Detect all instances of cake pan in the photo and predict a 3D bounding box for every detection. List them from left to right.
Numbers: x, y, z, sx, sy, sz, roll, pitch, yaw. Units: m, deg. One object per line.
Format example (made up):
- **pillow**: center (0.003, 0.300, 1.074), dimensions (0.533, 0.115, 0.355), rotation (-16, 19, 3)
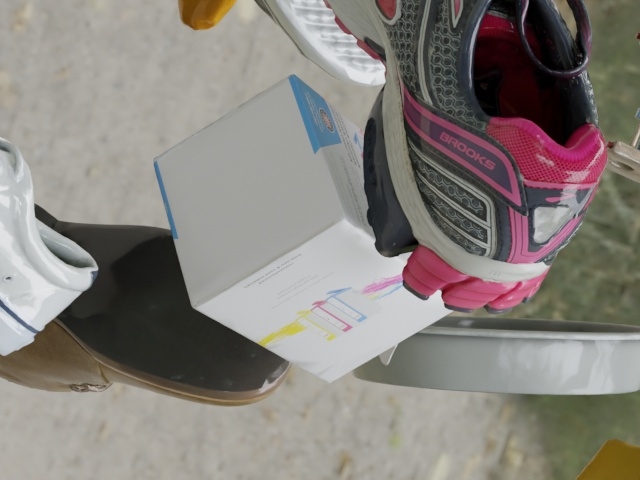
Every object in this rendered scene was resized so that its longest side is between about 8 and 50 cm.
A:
- **cake pan**: center (0.154, 0.098, 1.531), dimensions (0.293, 0.293, 0.054), rotation (3, 90, -66)

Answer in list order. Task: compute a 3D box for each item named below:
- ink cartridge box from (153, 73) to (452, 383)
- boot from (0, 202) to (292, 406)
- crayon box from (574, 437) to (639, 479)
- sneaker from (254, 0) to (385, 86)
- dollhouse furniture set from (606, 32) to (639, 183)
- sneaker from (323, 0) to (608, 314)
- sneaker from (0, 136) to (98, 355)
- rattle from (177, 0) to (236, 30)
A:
- **ink cartridge box**: center (0.000, 0.000, 0.878), dimensions (0.143, 0.090, 0.092), rotation (33, 31, -52)
- **boot**: center (-0.147, 0.058, 1.187), dimensions (0.112, 0.305, 0.115), rotation (-50, 147, -38)
- **crayon box**: center (0.127, 0.231, 0.704), dimensions (0.203, 0.083, 0.323), rotation (-45, 124, -25)
- **sneaker**: center (-0.037, -0.257, 1.285), dimensions (0.126, 0.127, 0.321), rotation (-35, 102, -15)
- **dollhouse furniture set**: center (0.330, -0.113, 1.468), dimensions (0.184, 0.129, 0.129), rotation (145, -32, -80)
- **sneaker**: center (0.074, -0.118, 0.825), dimensions (0.112, 0.121, 0.299), rotation (122, -38, -52)
- **sneaker**: center (-0.224, -0.038, 1.034), dimensions (0.091, 0.094, 0.258), rotation (-38, 136, -4)
- **rattle**: center (0.017, -0.211, 1.090), dimensions (0.200, 0.130, 0.142), rotation (-34, 141, -40)
